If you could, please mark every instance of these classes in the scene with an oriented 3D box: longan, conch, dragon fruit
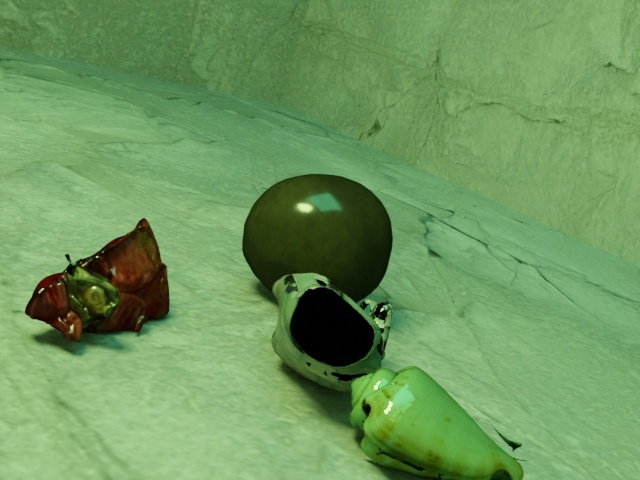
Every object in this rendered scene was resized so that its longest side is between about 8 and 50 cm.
[{"bbox_3d":[0.000,0.000,1.024,0.189,0.189,0.189,16,14,-4],"label":"longan"},{"bbox_3d":[0.095,0.168,0.708,0.170,0.079,0.106,28,31,13],"label":"conch"},{"bbox_3d":[-0.220,0.029,0.802,0.122,0.092,0.192,20,14,11],"label":"dragon fruit"}]

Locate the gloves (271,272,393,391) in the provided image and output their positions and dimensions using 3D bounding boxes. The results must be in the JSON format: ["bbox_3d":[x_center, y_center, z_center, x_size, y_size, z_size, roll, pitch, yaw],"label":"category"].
[{"bbox_3d":[0.004,0.091,0.835,0.127,0.111,0.212,13,-15,1],"label":"gloves"}]
